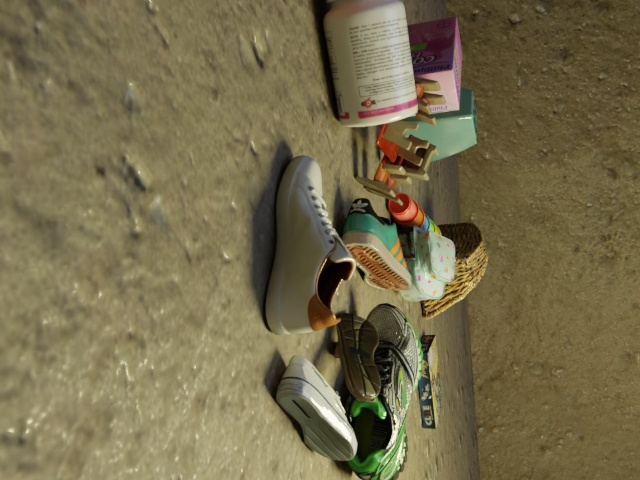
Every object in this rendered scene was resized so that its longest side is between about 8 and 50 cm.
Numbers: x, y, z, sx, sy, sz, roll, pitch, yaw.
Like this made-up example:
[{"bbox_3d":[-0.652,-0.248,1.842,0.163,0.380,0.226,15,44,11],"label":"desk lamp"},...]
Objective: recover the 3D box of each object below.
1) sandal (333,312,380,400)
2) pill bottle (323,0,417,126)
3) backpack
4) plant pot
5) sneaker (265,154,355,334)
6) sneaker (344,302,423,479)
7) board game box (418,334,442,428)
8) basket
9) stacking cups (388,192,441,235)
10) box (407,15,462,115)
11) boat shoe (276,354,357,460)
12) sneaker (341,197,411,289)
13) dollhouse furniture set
[{"bbox_3d":[0.062,0.211,1.075,0.090,0.060,0.219,26,29,-20],"label":"sandal"},{"bbox_3d":[0.093,-0.377,1.155,0.160,0.160,0.283,-51,133,-62],"label":"pill bottle"},{"bbox_3d":[0.274,0.068,1.577,0.165,0.144,0.189,21,71,-45],"label":"backpack"},{"bbox_3d":[0.301,-0.322,1.609,0.166,0.234,0.166,61,31,-48],"label":"plant pot"},{"bbox_3d":[0.000,0.000,0.887,0.106,0.123,0.290,47,42,-57],"label":"sneaker"},{"bbox_3d":[0.120,0.282,1.132,0.146,0.134,0.344,55,37,-60],"label":"sneaker"},{"bbox_3d":[0.341,0.437,1.852,0.165,0.042,0.243,-29,113,-68],"label":"board game box"},{"bbox_3d":[0.446,0.096,1.958,0.299,0.213,0.223,-54,136,-60],"label":"basket"},{"bbox_3d":[0.266,-0.047,1.669,0.316,0.096,0.096,33,55,-64],"label":"stacking cups"},{"bbox_3d":[0.239,-0.432,1.489,0.117,0.213,0.243,65,29,-45],"label":"box"},{"bbox_3d":[0.007,0.258,0.907,0.226,0.083,0.076,66,29,-42],"label":"boat shoe"},{"bbox_3d":[0.132,0.016,1.263,0.302,0.108,0.121,49,45,-57],"label":"sneaker"},{"bbox_3d":[0.180,-0.224,1.383,0.262,0.135,0.259,-67,157,-1],"label":"dollhouse furniture set"}]
